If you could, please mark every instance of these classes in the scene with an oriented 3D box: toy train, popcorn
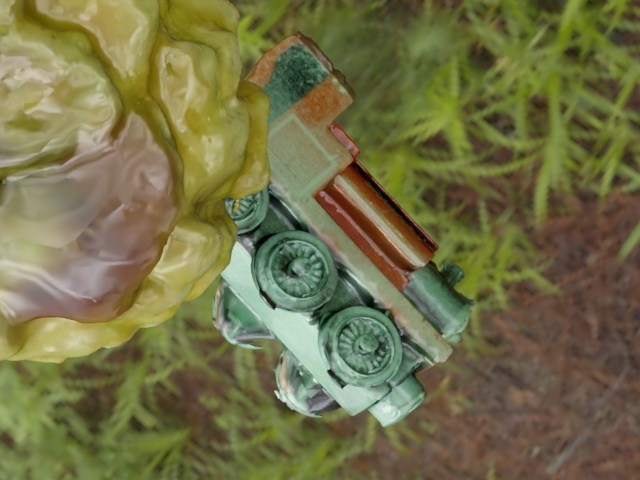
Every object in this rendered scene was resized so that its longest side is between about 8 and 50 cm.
[{"bbox_3d":[0.000,0.000,0.814,0.176,0.118,0.074,46,152,0],"label":"toy train"},{"bbox_3d":[-0.129,-0.051,0.655,0.189,0.169,0.218,-40,103,18],"label":"popcorn"}]
